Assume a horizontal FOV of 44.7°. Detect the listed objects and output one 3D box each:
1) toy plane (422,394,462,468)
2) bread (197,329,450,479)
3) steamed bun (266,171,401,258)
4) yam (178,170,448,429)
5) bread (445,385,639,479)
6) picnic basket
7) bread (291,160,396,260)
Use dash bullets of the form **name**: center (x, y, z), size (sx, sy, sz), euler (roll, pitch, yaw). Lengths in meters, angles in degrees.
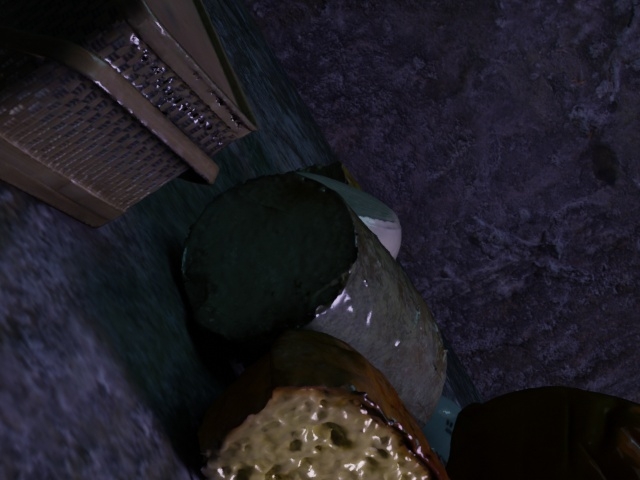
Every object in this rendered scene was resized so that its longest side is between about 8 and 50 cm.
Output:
- **toy plane**: center (0.116, 0.223, 0.970), size (0.252, 0.118, 0.252), euler (61, 8, -15)
- **bread**: center (0.010, 0.152, 0.572), size (0.260, 0.129, 0.134), euler (57, 8, -31)
- **steamed bun**: center (0.000, 0.000, 0.913), size (0.177, 0.131, 0.228), euler (24, 11, 12)
- **yam**: center (0.012, 0.076, 0.727), size (0.304, 0.168, 0.168), euler (47, 16, -50)
- **bread**: center (0.248, 0.294, 0.802), size (0.279, 0.250, 0.225), euler (-64, 145, -53)
- **picnic basket**: center (-0.165, -0.154, 0.524), size (0.267, 0.139, 0.165), euler (64, 10, 26)
- **bread**: center (0.037, -0.004, 1.219), size (0.268, 0.130, 0.152), euler (51, 8, -50)
